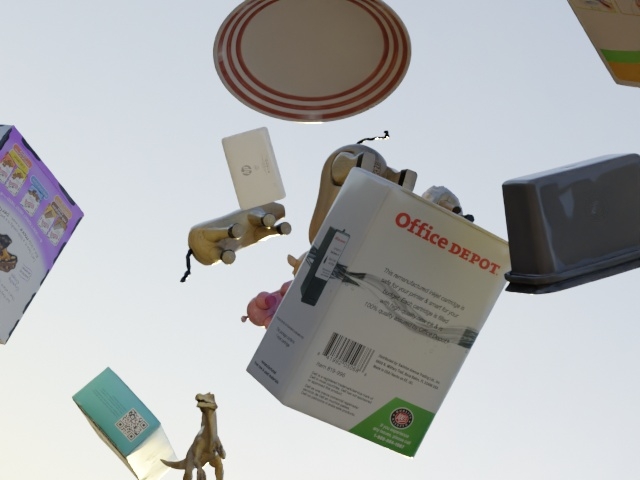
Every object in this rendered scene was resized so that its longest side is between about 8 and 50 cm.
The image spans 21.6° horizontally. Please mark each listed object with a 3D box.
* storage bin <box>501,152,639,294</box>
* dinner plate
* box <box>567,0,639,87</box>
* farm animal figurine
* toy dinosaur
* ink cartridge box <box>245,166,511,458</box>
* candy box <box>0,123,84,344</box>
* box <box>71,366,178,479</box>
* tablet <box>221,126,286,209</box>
[{"bbox_3d":[0.210,-0.017,1.365,0.098,0.135,0.091,-176,-106,-70],"label":"storage bin"},{"bbox_3d":[-0.006,-0.136,1.191,0.141,0.017,0.141,0,-37,0],"label":"dinner plate"},{"bbox_3d":[0.243,-0.148,0.918,0.203,0.114,0.103,16,-30,53],"label":"box"},{"bbox_3d":[0.000,0.000,2.235,0.330,0.326,0.172,37,-16,-24],"label":"farm animal figurine"},{"bbox_3d":[-0.116,0.214,1.658,0.053,0.092,0.183,3,-32,-16],"label":"toy dinosaur"},{"bbox_3d":[0.055,0.061,1.451,0.153,0.208,0.087,27,3,-29],"label":"ink cartridge box"},{"bbox_3d":[-0.377,-0.008,1.906,0.070,0.196,0.165,5,-36,34],"label":"candy box"},{"bbox_3d":[-0.241,0.238,2.097,0.100,0.060,0.244,46,-12,13],"label":"box"},{"bbox_3d":[-0.074,-0.080,1.858,0.006,0.054,0.083,-171,-115,-80],"label":"tablet"}]
